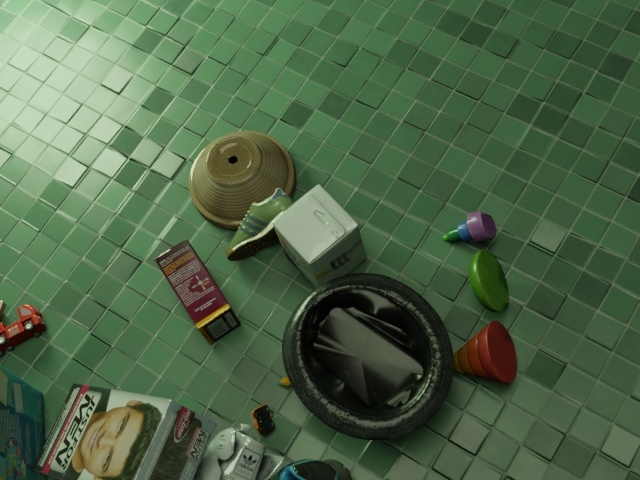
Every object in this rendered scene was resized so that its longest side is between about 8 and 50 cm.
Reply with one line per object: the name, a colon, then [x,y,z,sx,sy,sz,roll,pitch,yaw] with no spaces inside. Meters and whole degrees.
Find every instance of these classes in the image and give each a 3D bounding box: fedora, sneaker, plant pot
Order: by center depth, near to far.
sneaker: [-0.163,0.453,1.663,0.137,0.366,0.210,33,93,-16]
sneaker: [0.005,0.552,1.698,0.125,0.139,0.341,-36,55,28]
fedora: [0.094,0.231,1.836,0.334,0.152,0.334,-3,66,7]
sneaker: [-0.129,-0.037,2.013,0.192,0.064,0.086,-34,61,27]
plant pot: [-0.176,-0.149,2.076,0.237,0.110,0.237,-3,65,6]

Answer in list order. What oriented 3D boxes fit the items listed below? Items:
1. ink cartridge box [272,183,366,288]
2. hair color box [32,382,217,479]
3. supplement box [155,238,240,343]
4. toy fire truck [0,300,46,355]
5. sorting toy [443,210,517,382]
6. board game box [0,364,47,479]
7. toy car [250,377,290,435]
ink cartridge box: [0.000,0.000,1.943,0.127,0.176,0.128,-39,66,-10]
hair color box: [-0.365,0.376,1.753,0.374,0.113,0.185,-3,58,50]
supplement box: [-0.251,0.105,1.974,0.081,0.104,0.188,-33,65,-7]
toy fire truck: [-0.690,0.174,2.042,0.192,0.047,0.135,-28,63,-5]
sorting toy: [0.294,0.117,1.906,0.126,0.127,0.366,-21,57,32]
board game box: [-0.610,0.364,1.784,0.079,0.336,0.254,-13,64,3]
toy car: [-0.092,0.326,1.898,0.122,0.060,0.040,-42,21,-28]
